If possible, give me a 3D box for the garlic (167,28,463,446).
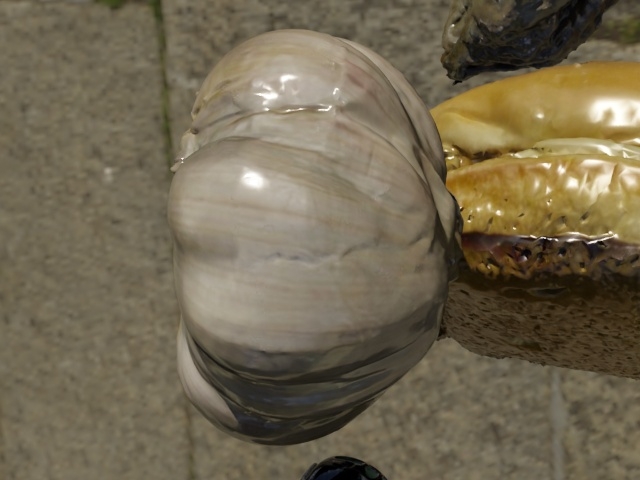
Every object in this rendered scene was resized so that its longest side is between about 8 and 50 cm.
[{"bbox_3d":[0.001,-0.001,0.834,0.152,0.228,0.228,10,112,12],"label":"garlic"}]

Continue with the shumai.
[{"bbox_3d":[0.218,-0.304,1.745,0.218,0.185,0.184,-11,49,26],"label":"shumai"}]

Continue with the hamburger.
[{"bbox_3d":[0.189,0.002,1.050,0.284,0.304,0.174,0,65,14],"label":"hamburger"}]

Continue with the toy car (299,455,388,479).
[{"bbox_3d":[-0.008,0.202,0.970,0.069,0.055,0.142,36,94,7],"label":"toy car"}]
